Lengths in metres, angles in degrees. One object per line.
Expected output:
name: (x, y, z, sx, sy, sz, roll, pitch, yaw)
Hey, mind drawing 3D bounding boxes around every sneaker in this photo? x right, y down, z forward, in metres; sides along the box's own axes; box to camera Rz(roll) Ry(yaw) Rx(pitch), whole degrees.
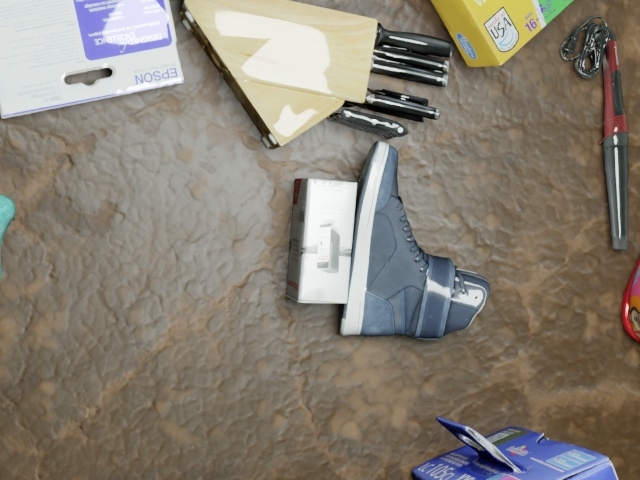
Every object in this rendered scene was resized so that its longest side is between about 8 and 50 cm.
sneaker: (0.112, 0.005, 1.574, 0.163, 0.086, 0.226, 6, 107, 0)

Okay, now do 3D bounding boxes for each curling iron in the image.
curling iron: (0.331, -0.124, 1.648, 0.068, 0.035, 0.274, -10, 92, -5)

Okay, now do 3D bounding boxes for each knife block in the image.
knife block: (0.010, -0.220, 1.566, 0.242, 0.088, 0.275, -35, 96, -8)

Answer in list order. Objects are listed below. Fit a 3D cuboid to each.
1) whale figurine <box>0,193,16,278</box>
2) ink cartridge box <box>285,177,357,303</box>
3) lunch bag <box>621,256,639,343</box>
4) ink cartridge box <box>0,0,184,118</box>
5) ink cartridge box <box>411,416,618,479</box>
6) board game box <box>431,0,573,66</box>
whale figurine: (-0.461, -0.023, 1.466, 0.272, 0.141, 0.216, 14, 89, -10)
ink cartridge box: (0.000, 0.000, 1.564, 0.056, 0.099, 0.135, 4, 92, -11)
lunch bag: (0.522, 0.048, 1.641, 0.293, 0.120, 0.258, 24, 87, -9)
ink cartridge box: (-0.270, -0.252, 1.539, 0.206, 0.045, 0.208, -12, 92, -9)
ink cartridge box: (0.244, 0.363, 1.529, 0.151, 0.270, 0.395, -21, 95, -13)
board game box: (0.182, -0.386, 1.536, 0.242, 0.064, 0.316, -43, 114, -18)
